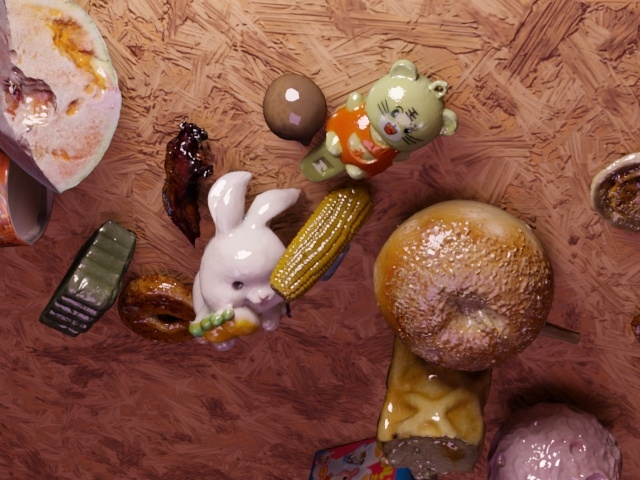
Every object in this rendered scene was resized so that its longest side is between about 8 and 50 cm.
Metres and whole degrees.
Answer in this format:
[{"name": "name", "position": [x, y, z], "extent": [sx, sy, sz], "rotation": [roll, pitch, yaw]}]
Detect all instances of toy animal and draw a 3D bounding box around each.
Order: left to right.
[{"name": "toy animal", "position": [-0.128, 0.053, 1.457], "extent": [0.183, 0.247, 0.310], "rotation": [2, 152, -7]}]

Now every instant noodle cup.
[{"name": "instant noodle cup", "position": [-0.585, -0.092, 1.458], "extent": [0.192, 0.250, 0.250], "rotation": [1, 134, 5]}]

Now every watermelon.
[{"name": "watermelon", "position": [-0.427, -0.253, 1.318], "extent": [0.188, 0.175, 0.321], "rotation": [32, 127, 38]}]

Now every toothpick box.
[{"name": "toothpick box", "position": [0.013, 0.028, 1.502], "extent": [0.052, 0.052, 0.083], "rotation": [25, 135, -7]}]

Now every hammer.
[{"name": "hammer", "position": [0.369, 0.148, 1.521], "extent": [0.199, 0.013, 0.062], "rotation": [15, 97, -5]}]

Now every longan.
[{"name": "longan", "position": [-0.038, -0.191, 1.268], "extent": [0.113, 0.092, 0.113], "rotation": [31, 137, 34]}]

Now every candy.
[{"name": "candy", "position": [0.111, 0.532, 1.893], "extent": [0.306, 0.157, 0.100], "rotation": [-24, 123, 34]}]

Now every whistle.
[{"name": "whistle", "position": [0.075, -0.159, 1.259], "extent": [0.288, 0.106, 0.131], "rotation": [-30, 112, 37]}]

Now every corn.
[{"name": "corn", "position": [0.000, 0.000, 1.363], "extent": [0.080, 0.231, 0.080], "rotation": [34, 161, 14]}]

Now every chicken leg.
[{"name": "chicken leg", "position": [-0.225, -0.096, 1.430], "extent": [0.063, 0.105, 0.234], "rotation": [-13, 141, -27]}]

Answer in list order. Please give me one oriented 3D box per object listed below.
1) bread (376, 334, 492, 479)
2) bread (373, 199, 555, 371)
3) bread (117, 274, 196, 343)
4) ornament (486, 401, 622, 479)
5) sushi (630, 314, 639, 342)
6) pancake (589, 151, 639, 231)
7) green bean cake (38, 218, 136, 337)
[{"name": "bread", "position": [0.209, 0.286, 1.562], "extent": [0.196, 0.252, 0.238], "rotation": [7, 140, 5]}, {"name": "bread", "position": [0.235, 0.084, 1.382], "extent": [0.306, 0.159, 0.305], "rotation": [2, 117, 3]}, {"name": "bread", "position": [-0.318, 0.137, 1.714], "extent": [0.193, 0.064, 0.193], "rotation": [5, 136, 5]}, {"name": "ornament", "position": [0.435, 0.434, 1.626], "extent": [0.225, 0.259, 0.259], "rotation": [24, 136, 4]}, {"name": "sushi", "position": [0.579, 0.160, 1.452], "extent": [0.120, 0.052, 0.055], "rotation": [41, 147, -19]}, {"name": "pancake", "position": [0.476, -0.069, 1.275], "extent": [0.152, 0.025, 0.151], "rotation": [9, 136, 8]}, {"name": "green bean cake", "position": [-0.429, 0.070, 1.595], "extent": [0.094, 0.185, 0.183], "rotation": [30, 137, -20]}]
